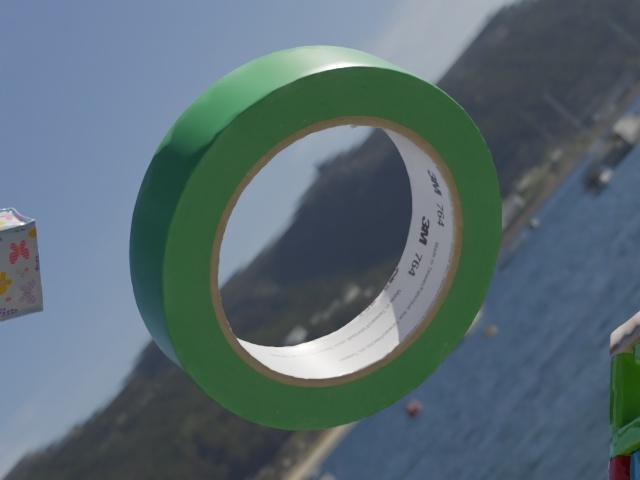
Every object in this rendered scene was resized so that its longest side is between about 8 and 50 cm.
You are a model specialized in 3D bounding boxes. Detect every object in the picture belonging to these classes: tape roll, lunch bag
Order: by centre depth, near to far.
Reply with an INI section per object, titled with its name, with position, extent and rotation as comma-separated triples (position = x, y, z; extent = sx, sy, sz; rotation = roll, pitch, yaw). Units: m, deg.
[lunch bag]
position = -0.240, 0.020, 1.265
extent = 0.083, 0.071, 0.053
rotation = -16, 22, -32
[tape roll]
position = 0.000, 0.000, 1.543
extent = 0.321, 0.321, 0.077
rotation = -48, 33, -5

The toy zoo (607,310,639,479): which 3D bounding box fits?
[toy zoo]
position = 0.175, 0.160, 0.846
extent = 0.192, 0.030, 0.293
rotation = 121, 155, -70
